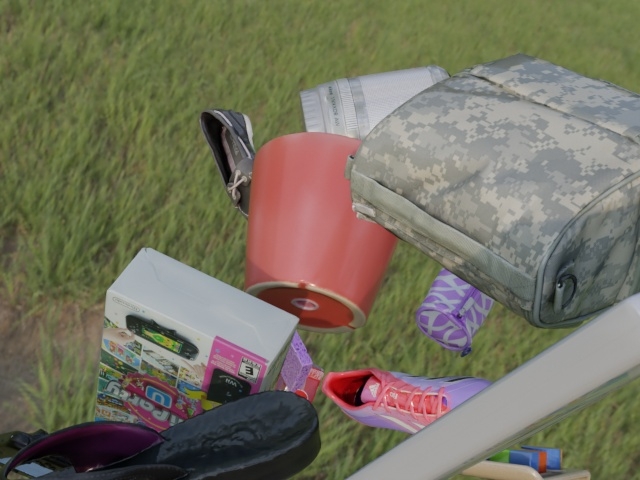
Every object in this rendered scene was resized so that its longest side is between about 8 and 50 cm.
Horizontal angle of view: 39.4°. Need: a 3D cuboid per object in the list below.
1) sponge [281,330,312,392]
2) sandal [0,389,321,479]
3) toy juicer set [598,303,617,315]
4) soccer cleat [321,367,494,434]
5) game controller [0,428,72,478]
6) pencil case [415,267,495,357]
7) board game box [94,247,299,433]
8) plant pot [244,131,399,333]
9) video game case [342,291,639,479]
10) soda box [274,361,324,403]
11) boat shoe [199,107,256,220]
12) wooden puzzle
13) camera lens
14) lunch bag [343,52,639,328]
[{"bbox_3d":[-0.085,0.219,1.980,0.031,0.117,0.210,-13,57,-27],"label":"sponge"},{"bbox_3d":[-0.211,0.230,0.888,0.445,0.107,0.167,-21,24,-26],"label":"sandal"},{"bbox_3d":[0.474,0.039,0.973,0.329,0.209,0.089,14,-28,53],"label":"toy juicer set"},{"bbox_3d":[0.106,0.191,1.064,0.095,0.083,0.248,27,-19,-35],"label":"soccer cleat"},{"bbox_3d":[-0.511,0.396,1.601,0.166,0.319,0.067,39,59,-17],"label":"game controller"},{"bbox_3d":[0.204,0.050,1.186,0.086,0.088,0.206,33,59,6],"label":"pencil case"},{"bbox_3d":[-0.177,0.180,1.202,0.224,0.303,0.097,25,45,7],"label":"board game box"},{"bbox_3d":[0.000,0.000,1.417,0.274,0.275,0.243,21,63,-16],"label":"plant pot"},{"bbox_3d":[0.199,0.096,0.650,0.299,0.329,0.036,-13,68,-38],"label":"video game case"},{"bbox_3d":[-0.087,0.403,2.102,0.083,0.263,0.092,24,-1,-23],"label":"soda box"},{"bbox_3d":[-0.173,-0.150,1.802,0.095,0.112,0.335,12,38,-32],"label":"boat shoe"},{"bbox_3d":[0.399,0.491,2.002,0.322,0.081,0.347,-2,-15,34],"label":"wooden puzzle"},{"bbox_3d":[0.112,-0.184,1.574,0.274,0.220,0.219,-9,35,-1],"label":"camera lens"},{"bbox_3d":[0.207,-0.051,0.955,0.256,0.213,0.305,-22,40,-32],"label":"lunch bag"}]
